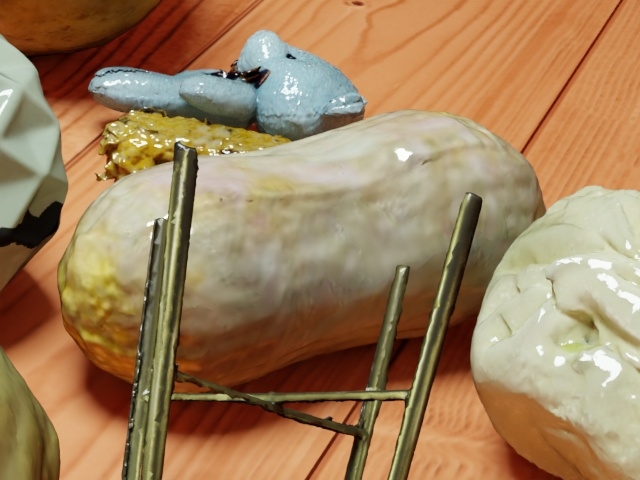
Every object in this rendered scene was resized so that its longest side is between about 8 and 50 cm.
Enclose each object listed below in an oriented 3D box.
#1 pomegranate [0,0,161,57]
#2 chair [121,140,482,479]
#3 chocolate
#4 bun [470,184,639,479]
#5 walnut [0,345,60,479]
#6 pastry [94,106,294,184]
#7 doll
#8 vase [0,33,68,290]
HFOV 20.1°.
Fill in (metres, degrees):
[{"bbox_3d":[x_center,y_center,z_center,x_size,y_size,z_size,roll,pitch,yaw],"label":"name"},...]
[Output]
[{"bbox_3d":[-0.205,-0.253,1.215,0.281,0.281,0.281,7,31,-4],"label":"pomegranate"},{"bbox_3d":[-0.030,0.135,0.763,0.160,0.170,0.325,9,74,-9],"label":"chair"},{"bbox_3d":[0.000,0.000,0.987,0.309,0.134,0.134,-11,37,-32],"label":"chocolate"},{"bbox_3d":[0.187,0.057,0.923,0.229,0.145,0.229,6,38,-5],"label":"bun"},{"bbox_3d":[-0.238,0.109,0.625,0.282,0.253,0.277,12,30,1],"label":"walnut"},{"bbox_3d":[-0.064,-0.046,1.119,0.140,0.056,0.080,13,14,2],"label":"pastry"},{"bbox_3d":[-0.057,-0.104,1.176,0.180,0.075,0.120,13,5,-10],"label":"doll"},{"bbox_3d":[-0.312,-0.007,0.906,0.360,0.165,0.165,-19,41,-32],"label":"vase"}]
